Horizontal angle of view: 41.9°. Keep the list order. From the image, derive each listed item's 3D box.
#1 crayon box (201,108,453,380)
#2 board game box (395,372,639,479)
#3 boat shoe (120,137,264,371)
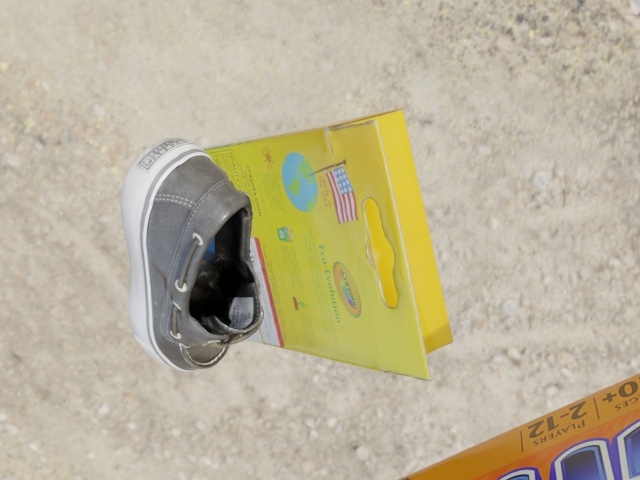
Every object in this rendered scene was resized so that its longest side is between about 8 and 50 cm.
[{"bbox_3d":[0.000,0.000,0.740,0.318,0.081,0.202,3,108,57],"label":"crayon box"},{"bbox_3d":[0.230,0.339,0.511,0.356,0.356,0.356,-30,105,21],"label":"board game box"},{"bbox_3d":[-0.071,0.031,0.539,0.076,0.080,0.228,35,146,21],"label":"boat shoe"}]
